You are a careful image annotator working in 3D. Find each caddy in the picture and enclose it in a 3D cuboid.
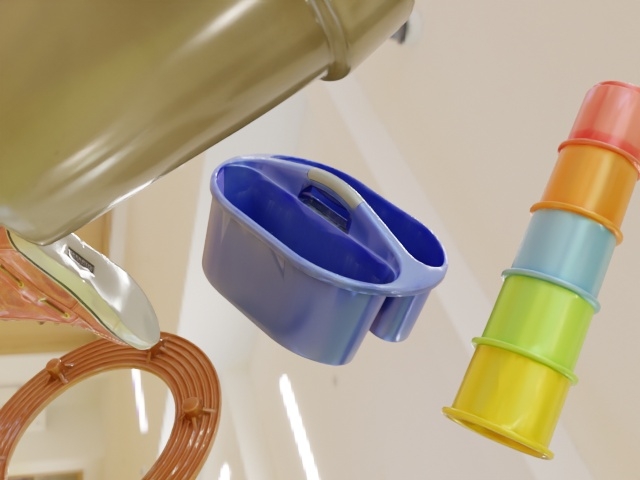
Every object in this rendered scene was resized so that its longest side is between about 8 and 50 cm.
[{"bbox_3d":[0.000,0.000,1.151,0.341,0.241,0.179,36,-57,32],"label":"caddy"}]

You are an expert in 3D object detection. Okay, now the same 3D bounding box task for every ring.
[{"bbox_3d":[-0.275,0.229,1.050,0.336,0.337,0.032,-118,-177,-52],"label":"ring"}]

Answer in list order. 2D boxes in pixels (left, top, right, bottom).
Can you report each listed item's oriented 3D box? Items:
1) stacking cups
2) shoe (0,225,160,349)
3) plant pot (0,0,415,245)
[{"bbox_3d":[0.207,0.019,0.739,0.316,0.096,0.096,-63,-164,-11],"label":"stacking cups"},{"bbox_3d":[-0.222,0.047,0.768,0.081,0.178,0.063,-28,-141,18],"label":"shoe"},{"bbox_3d":[-0.149,-0.160,0.567,0.280,0.323,0.323,-47,-159,-6],"label":"plant pot"}]
